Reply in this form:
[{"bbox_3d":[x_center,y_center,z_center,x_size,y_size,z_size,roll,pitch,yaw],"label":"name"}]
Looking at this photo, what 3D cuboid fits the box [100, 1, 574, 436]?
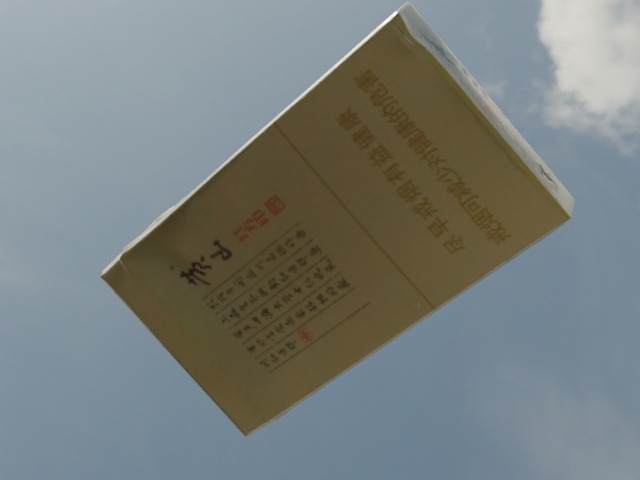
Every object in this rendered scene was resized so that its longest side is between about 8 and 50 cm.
[{"bbox_3d":[0.000,0.000,0.841,0.365,0.051,0.204,-38,-82,28],"label":"box"}]
